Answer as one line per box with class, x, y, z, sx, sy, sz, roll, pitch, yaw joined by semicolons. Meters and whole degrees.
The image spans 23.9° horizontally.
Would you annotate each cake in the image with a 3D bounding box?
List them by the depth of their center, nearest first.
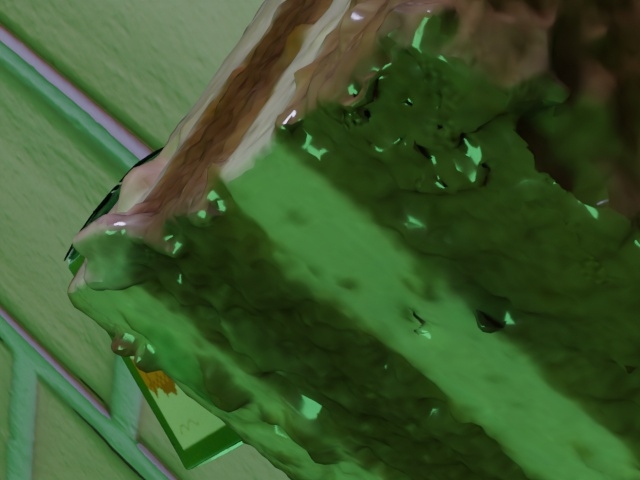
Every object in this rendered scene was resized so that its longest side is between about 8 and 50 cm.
cake;0.090;-0.036;0.587;0.256;0.282;0.290;42;149;-18

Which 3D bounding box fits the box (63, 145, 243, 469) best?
box;0.000;0.000;0.816;0.148;0.195;0.177;59;143;3
